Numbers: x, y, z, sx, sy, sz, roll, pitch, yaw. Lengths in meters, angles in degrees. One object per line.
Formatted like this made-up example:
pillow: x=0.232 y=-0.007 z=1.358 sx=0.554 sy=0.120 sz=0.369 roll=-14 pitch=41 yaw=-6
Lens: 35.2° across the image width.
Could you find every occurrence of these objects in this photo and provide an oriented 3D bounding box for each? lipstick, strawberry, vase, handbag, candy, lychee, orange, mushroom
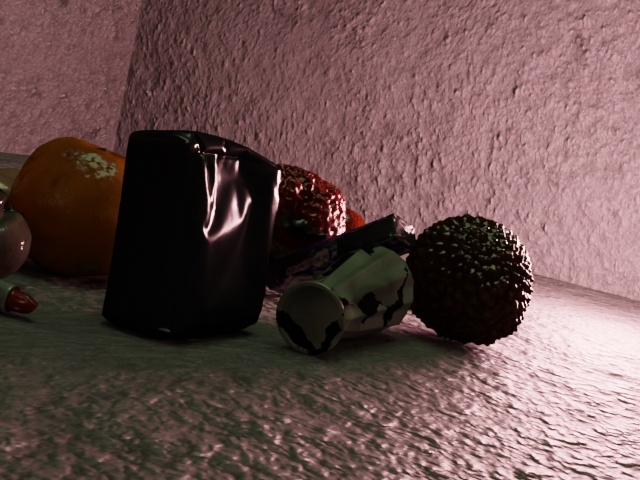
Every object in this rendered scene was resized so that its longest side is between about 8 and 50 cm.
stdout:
lipstick: x=-0.474 y=0.068 z=1.403 sx=0.186 sy=0.057 sz=0.063 roll=19 pitch=7 yaw=13
strawberry: x=-0.079 y=-0.067 z=2.058 sx=0.261 sy=0.258 sz=0.261 roll=3 pitch=-20 yaw=1
vase: x=0.045 y=0.100 z=1.702 sx=0.165 sy=0.165 sz=0.360 roll=14 pitch=10 yaw=19
handbag: x=-0.200 y=-0.010 z=1.549 sx=0.177 sy=0.302 sz=0.275 roll=8 pitch=1 yaw=27
candy: x=0.033 y=0.034 z=1.937 sx=0.312 sy=0.061 sz=0.088 roll=-23 pitch=-33 yaw=30
lychee: x=0.287 y=0.085 z=1.928 sx=0.267 sy=0.268 sz=0.267 roll=12 pitch=6 yaw=-1
orange: x=-0.414 y=-0.052 z=1.772 sx=0.261 sy=0.261 sz=0.261 roll=12 pitch=6 yaw=-1
mushroom: x=-0.526 y=0.004 z=1.519 sx=0.188 sy=0.141 sz=0.117 roll=6 pitch=30 yaw=-29

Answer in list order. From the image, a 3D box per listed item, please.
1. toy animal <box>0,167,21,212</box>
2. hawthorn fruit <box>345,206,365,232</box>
toy animal: x=-0.587 y=-0.065 z=1.893 sx=0.154 sy=0.167 sz=0.250 roll=21 pitch=16 yaw=21
hawthorn fruit: x=0.000 y=0.000 z=2.268 sx=0.205 sy=0.205 sz=0.253 roll=8 pitch=15 yaw=-34
